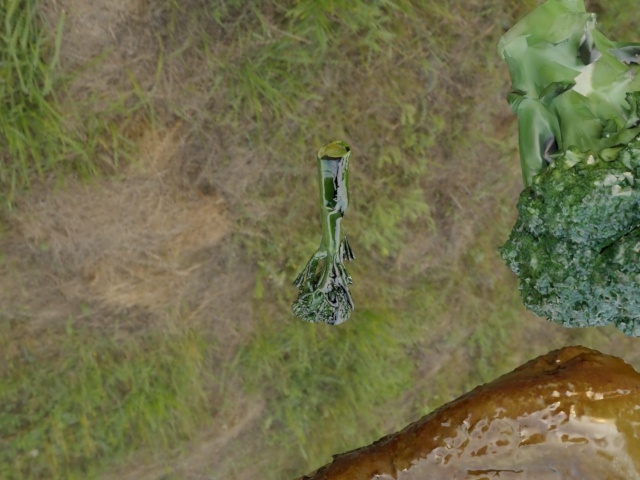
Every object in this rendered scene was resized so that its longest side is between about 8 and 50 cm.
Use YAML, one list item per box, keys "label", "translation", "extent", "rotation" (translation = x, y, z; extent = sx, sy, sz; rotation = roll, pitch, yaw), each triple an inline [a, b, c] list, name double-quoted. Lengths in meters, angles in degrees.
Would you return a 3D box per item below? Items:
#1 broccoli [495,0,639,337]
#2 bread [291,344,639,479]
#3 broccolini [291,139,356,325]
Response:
- label: "broccoli"
  translation: [0.237, -0.063, 0.611]
  extent: [0.270, 0.270, 0.270]
  rotation: [-28, 161, -11]
- label: "bread"
  translation: [0.030, 0.160, 0.446]
  extent: [0.344, 0.124, 0.084]
  rotation: [-34, -169, 25]
- label: "broccolini"
  translation: [0.000, 0.000, 0.407]
  extent: [0.035, 0.030, 0.140]
  rotation: [0, 147, 2]
